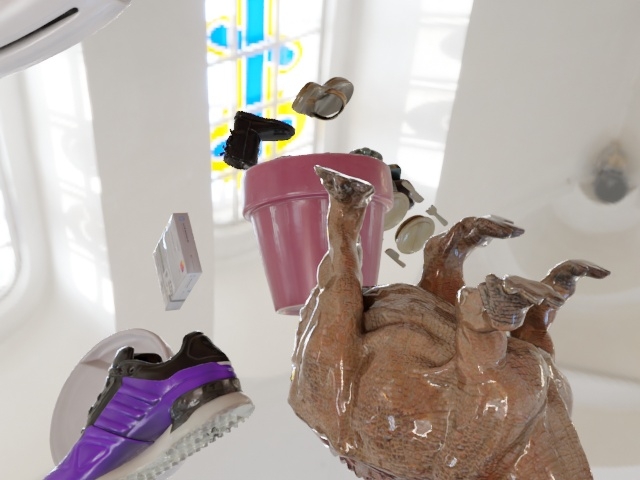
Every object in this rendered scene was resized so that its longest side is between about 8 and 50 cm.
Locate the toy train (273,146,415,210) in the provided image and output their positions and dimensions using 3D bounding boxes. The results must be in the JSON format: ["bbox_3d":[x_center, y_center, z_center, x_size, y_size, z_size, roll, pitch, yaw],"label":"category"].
[{"bbox_3d":[0.033,-0.094,1.901,0.334,0.142,0.190,-8,-145,-23],"label":"toy train"}]

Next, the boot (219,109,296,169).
[{"bbox_3d":[-0.110,-0.168,1.608,0.121,0.045,0.099,15,-113,-7],"label":"boot"}]

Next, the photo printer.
[{"bbox_3d":[-0.311,-0.293,0.936,0.256,0.107,0.307,-20,-128,14],"label":"photo printer"}]

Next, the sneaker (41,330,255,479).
[{"bbox_3d":[-0.223,0.206,1.095,0.293,0.102,0.146,-32,-109,13],"label":"sneaker"}]

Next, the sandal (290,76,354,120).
[{"bbox_3d":[0.012,-0.224,1.491,0.049,0.072,0.180,35,-158,15],"label":"sandal"}]

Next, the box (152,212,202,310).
[{"bbox_3d":[-0.309,0.047,1.970,0.038,0.186,0.145,-5,-117,-26],"label":"box"}]

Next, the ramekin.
[{"bbox_3d":[-0.315,0.294,1.551,0.273,0.127,0.273,-20,-129,28],"label":"ramekin"}]

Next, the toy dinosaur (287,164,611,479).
[{"bbox_3d":[0.047,0.087,0.461,0.127,0.200,0.295,10,-165,-36],"label":"toy dinosaur"}]

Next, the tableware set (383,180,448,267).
[{"bbox_3d":[0.148,-0.039,1.726,0.128,0.194,0.039,-45,-131,6],"label":"tableware set"}]

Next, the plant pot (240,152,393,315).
[{"bbox_3d":[0.000,0.000,1.186,0.201,0.201,0.180,-3,-102,-7],"label":"plant pot"}]
